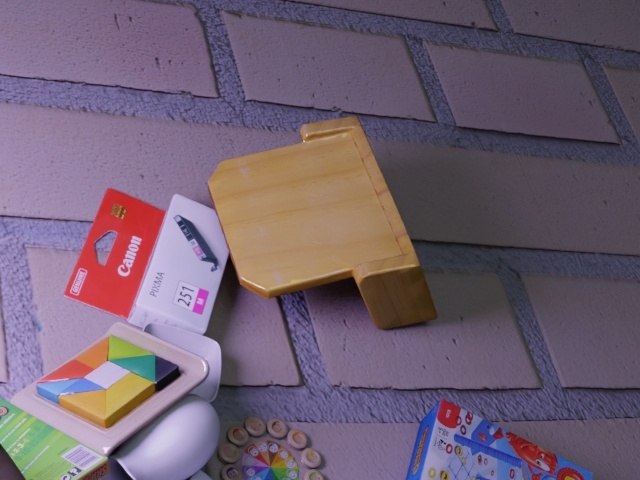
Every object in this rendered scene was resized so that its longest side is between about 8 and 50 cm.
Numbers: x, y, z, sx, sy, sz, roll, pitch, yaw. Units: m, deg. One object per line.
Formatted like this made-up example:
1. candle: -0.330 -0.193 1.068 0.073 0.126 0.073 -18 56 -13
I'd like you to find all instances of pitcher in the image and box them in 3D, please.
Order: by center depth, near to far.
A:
1. pitcher: -0.267 0.311 1.967 0.178 0.125 0.207 16 33 29

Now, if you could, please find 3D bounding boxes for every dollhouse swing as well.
1. dollhouse swing: 0.000 0.000 2.377 0.305 0.315 0.347 -22 59 1

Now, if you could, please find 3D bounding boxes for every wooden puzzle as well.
1. wooden puzzle: -0.323 0.218 1.972 0.221 0.044 0.239 19 44 35

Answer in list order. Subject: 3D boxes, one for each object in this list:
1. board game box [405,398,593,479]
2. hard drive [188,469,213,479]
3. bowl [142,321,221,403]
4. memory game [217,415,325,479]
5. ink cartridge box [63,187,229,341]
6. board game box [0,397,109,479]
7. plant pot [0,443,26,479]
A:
1. board game box: 0.285 0.459 2.151 0.302 0.086 0.308 26 45 -6
2. hard drive: -0.121 0.511 1.919 0.319 0.040 0.210 39 45 7
3. bowl: -0.235 0.211 2.101 0.142 0.053 0.142 17 41 -14
4. memory game: -0.078 0.363 2.090 0.186 0.012 0.186 15 48 -17
5. ink cartridge box: -0.285 0.027 2.234 0.239 0.060 0.275 23 45 -11
6. board game box: -0.437 0.303 1.861 0.259 0.039 0.124 23 37 33
7. plant pot: -0.466 0.406 1.665 0.280 0.323 0.323 43 43 -12
